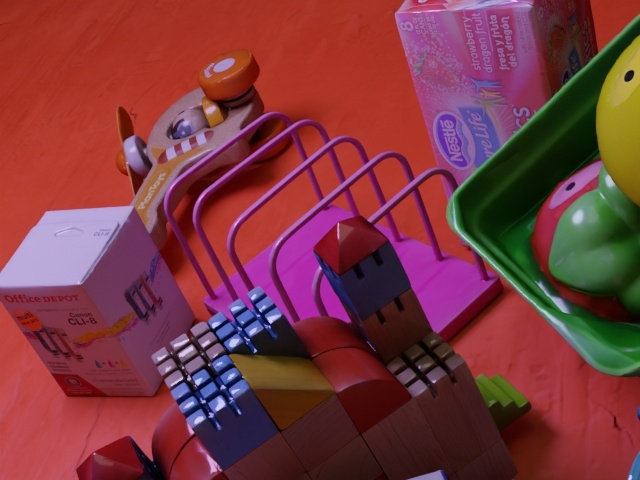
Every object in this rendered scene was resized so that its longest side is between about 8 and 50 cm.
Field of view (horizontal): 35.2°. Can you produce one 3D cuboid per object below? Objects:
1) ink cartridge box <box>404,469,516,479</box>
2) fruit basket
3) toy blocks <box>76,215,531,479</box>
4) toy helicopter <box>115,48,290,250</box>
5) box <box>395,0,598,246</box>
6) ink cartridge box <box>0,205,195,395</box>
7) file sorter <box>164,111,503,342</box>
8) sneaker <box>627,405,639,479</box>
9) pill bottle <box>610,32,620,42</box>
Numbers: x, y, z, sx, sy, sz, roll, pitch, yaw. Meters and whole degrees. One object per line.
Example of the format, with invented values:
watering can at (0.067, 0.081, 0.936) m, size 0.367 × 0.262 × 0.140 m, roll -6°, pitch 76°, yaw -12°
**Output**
ink cartridge box at (0.071, 0.253, 0.638) m, size 0.224 × 0.045 × 0.223 m, roll -12°, pitch 42°, yaw -13°
fruit basket at (0.287, -0.082, 0.777) m, size 0.392 × 0.392 × 0.283 m, roll -31°, pitch 47°, yaw -11°
toy blocks at (-0.024, 0.157, 0.777) m, size 0.381 × 0.261 × 0.191 m, roll -34°, pitch 35°, yaw -8°
toy helicopter at (-0.207, -0.099, 1.353) m, size 0.235 × 0.140 × 0.355 m, roll -4°, pitch 42°, yaw 28°
box at (0.199, -0.144, 1.035) m, size 0.142 × 0.300 × 0.154 m, roll 4°, pitch 44°, yaw 31°
ink cartridge box at (-0.246, 0.068, 1.114) m, size 0.128 × 0.176 × 0.127 m, roll -3°, pitch 39°, yaw 26°
file sorter at (0.000, 0.000, 1.060) m, size 0.202 × 0.182 × 0.291 m, roll -40°, pitch 38°, yaw -21°
sneaker at (0.272, 0.210, 0.729) m, size 0.110 × 0.107 × 0.275 m, roll -24°, pitch 25°, yaw 34°
pill bottle at (0.373, -0.196, 1.208) m, size 0.067 × 0.067 × 0.120 m, roll -4°, pitch 39°, yaw 25°
